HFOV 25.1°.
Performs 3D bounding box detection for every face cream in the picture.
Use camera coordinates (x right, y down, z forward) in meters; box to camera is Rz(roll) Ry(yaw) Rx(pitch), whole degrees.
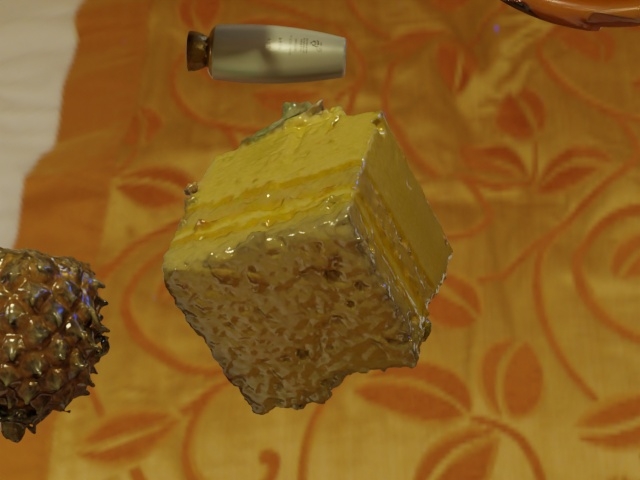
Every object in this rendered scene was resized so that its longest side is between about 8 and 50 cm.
[{"bbox_3d":[-0.062,-0.212,1.632,0.182,0.051,0.072,2,66,1],"label":"face cream"}]

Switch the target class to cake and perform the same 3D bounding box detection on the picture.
[{"bbox_3d":[0.000,0.000,1.528,0.222,0.227,0.286,-15,33,24],"label":"cake"}]

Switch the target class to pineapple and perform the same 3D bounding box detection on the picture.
[{"bbox_3d":[-0.293,0.105,1.431,0.166,0.166,0.193,7,88,17],"label":"pineapple"}]

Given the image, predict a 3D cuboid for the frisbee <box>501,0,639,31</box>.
[{"bbox_3d":[0.096,-0.163,0.453,0.192,0.192,0.035,30,33,34],"label":"frisbee"}]
